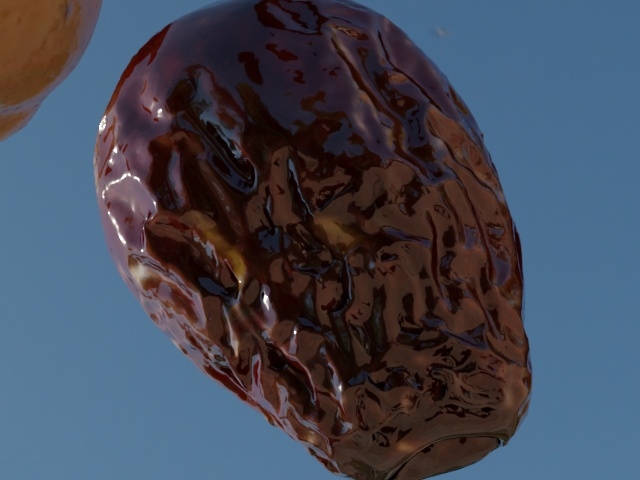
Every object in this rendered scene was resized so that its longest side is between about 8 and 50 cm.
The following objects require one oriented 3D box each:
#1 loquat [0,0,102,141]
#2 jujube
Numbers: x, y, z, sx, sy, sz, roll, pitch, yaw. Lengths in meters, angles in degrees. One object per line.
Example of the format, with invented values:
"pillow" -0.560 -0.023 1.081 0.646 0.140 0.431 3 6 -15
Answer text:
"loquat" -0.301 -0.204 1.155 0.328 0.328 0.328 -15 -46 -16
"jujube" 0.000 0.000 0.715 0.168 0.236 0.168 -18 -39 -15
